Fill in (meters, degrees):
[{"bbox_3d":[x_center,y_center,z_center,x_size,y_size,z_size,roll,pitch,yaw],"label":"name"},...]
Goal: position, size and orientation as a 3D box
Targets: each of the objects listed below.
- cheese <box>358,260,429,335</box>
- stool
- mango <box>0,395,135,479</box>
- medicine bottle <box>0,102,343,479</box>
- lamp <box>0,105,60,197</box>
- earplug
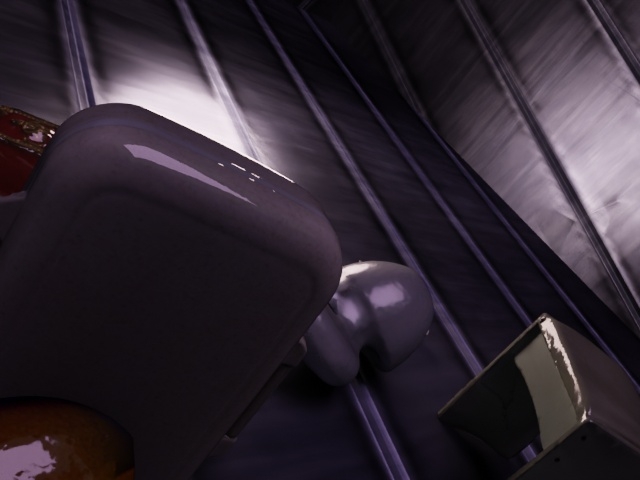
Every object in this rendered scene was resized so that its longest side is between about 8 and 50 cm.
[{"bbox_3d":[0.132,0.118,1.345,0.192,0.037,0.097,40,26,5],"label":"cheese"},{"bbox_3d":[0.332,0.296,1.037,0.170,0.270,0.244,34,25,-13],"label":"stool"},{"bbox_3d":[-0.256,0.217,0.460,0.287,0.152,0.201,-28,89,-46],"label":"mango"},{"bbox_3d":[-0.167,0.081,0.590,0.282,0.375,0.123,26,23,-26],"label":"medicine bottle"},{"bbox_3d":[-0.314,-0.049,0.841,0.273,0.177,0.177,21,28,-14],"label":"lamp"},{"bbox_3d":[0.042,0.110,1.070,0.325,0.175,0.214,7,46,-48],"label":"earplug"}]
